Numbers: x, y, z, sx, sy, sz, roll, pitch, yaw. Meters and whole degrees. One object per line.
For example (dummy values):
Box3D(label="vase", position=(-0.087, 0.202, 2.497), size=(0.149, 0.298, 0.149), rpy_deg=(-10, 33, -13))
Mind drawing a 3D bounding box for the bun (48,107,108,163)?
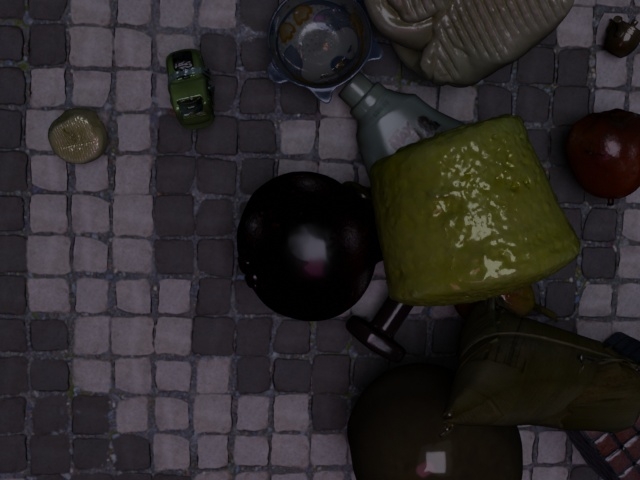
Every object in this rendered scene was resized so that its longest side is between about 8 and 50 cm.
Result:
Box3D(label="bun", position=(-0.473, -0.207, 1.558), size=(0.115, 0.069, 0.115), rpy_deg=(1, 115, 3))

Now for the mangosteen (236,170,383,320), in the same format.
Box3D(label="mangosteen", position=(-0.005, 0.014, 1.525), size=(0.313, 0.297, 0.297), rpy_deg=(5, 95, -17))

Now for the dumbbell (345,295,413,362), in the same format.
Box3D(label="dumbbell", position=(0.163, 0.129, 1.634), size=(0.140, 0.124, 0.225), rpy_deg=(35, 91, -8))

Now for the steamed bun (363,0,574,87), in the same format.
Box3D(label="steamed bun", position=(0.284, -0.494, 1.522), size=(0.367, 0.255, 0.342), rpy_deg=(-22, 114, 21))

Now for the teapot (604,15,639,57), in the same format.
Box3D(label="teapot", position=(0.614, -0.432, 1.644), size=(0.085, 0.110, 0.080), rpy_deg=(42, 108, 34))

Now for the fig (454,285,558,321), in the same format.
Box3D(label="fig", position=(0.404, 0.126, 1.667), size=(0.257, 0.159, 0.159), rpy_deg=(21, 93, -24))

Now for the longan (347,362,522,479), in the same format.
Box3D(label="longan", position=(0.224, 0.418, 1.562), size=(0.360, 0.361, 0.361), rpy_deg=(-1, 96, -6))

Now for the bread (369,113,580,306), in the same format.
Box3D(label="bread", position=(0.261, -0.049, 1.399), size=(0.348, 0.348, 0.308), rpy_deg=(-14, 93, -5))

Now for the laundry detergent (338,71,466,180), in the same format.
Box3D(label="laundry detergent", position=(0.190, -0.169, 1.608), size=(0.398, 0.125, 0.264), rpy_deg=(42, 89, -7))

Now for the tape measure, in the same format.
Box3D(label="tape measure", position=(-0.248, -0.291, 1.530), size=(0.087, 0.177, 0.154), rpy_deg=(-13, 84, -6))

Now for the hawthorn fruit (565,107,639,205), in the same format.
Box3D(label="hawthorn fruit", position=(0.592, -0.167, 1.630), size=(0.185, 0.185, 0.202), rpy_deg=(-12, 114, -5))

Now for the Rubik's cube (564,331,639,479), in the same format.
Box3D(label="Rubik's cube", position=(0.640, 0.363, 1.657), size=(0.237, 0.237, 0.238), rpy_deg=(-36, 98, 1))

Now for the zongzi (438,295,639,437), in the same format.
Box3D(label="zongzi", position=(0.439, 0.286, 1.390), size=(0.447, 0.418, 0.181), rpy_deg=(18, 112, 13))

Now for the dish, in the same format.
Box3D(label="dish", position=(0.002, -0.378, 1.574), size=(0.236, 0.086, 0.228), rpy_deg=(-17, 88, 0))
